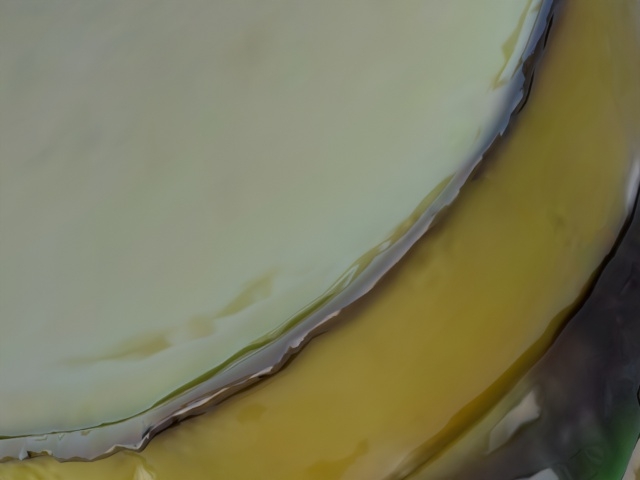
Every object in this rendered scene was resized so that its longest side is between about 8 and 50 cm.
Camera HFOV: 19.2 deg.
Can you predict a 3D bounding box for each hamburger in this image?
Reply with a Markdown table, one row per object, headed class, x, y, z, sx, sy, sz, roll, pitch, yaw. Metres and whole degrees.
| class | x | y | z | sx | sy | sz | roll | pitch | yaw |
| --- | --- | --- | --- | --- | --- | --- | --- | --- | --- |
| hamburger | 0.000 | 0.000 | 0.837 | 0.395 | 0.277 | 0.396 | -19 | 45 | 20 |
